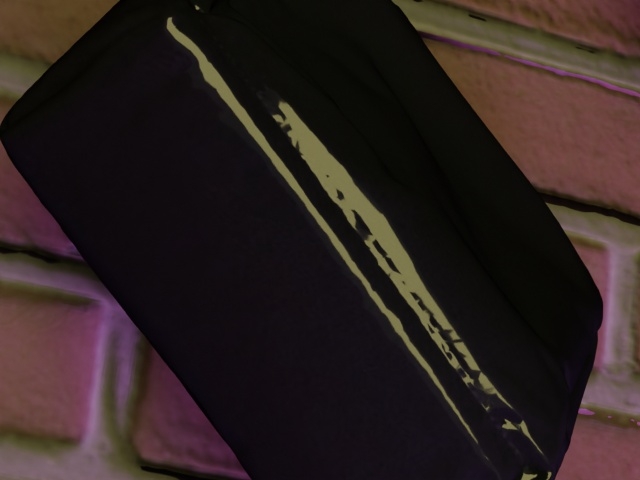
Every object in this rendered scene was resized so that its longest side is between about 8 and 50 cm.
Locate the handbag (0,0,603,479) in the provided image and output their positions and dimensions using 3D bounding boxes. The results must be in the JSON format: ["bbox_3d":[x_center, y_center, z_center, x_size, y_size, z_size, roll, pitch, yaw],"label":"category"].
[{"bbox_3d":[-0.003,0.002,0.828,0.178,0.275,0.302,-36,94,21],"label":"handbag"}]
